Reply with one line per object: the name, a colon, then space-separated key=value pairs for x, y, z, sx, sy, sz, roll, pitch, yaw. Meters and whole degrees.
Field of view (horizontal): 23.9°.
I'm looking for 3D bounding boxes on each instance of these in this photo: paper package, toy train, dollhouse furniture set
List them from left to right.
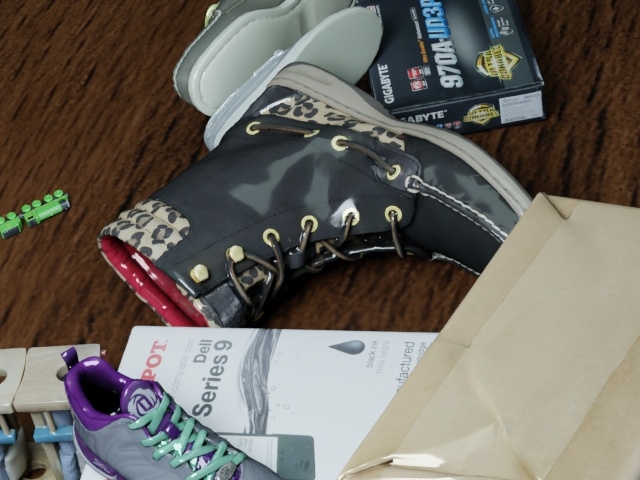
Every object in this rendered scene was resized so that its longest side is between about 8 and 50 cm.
dollhouse furniture set: x=-0.234 y=0.196 z=1.221 sx=0.129 sy=0.129 sz=0.183 roll=-4 pitch=41 yaw=8
toy train: x=-0.297 y=-0.027 z=1.569 sx=0.083 sy=0.017 sz=0.023 roll=-26 pitch=53 yaw=-16
paper package: x=0.183 y=0.182 z=0.983 sx=0.168 sy=0.325 sz=0.309 roll=11 pitch=45 yaw=32

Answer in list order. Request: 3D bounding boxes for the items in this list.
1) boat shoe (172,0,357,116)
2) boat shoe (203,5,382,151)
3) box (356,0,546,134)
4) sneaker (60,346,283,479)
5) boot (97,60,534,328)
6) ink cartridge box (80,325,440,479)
boat shoe: x=-0.071 y=-0.235 z=1.684 sx=0.091 sy=0.109 sz=0.305 roll=17 pitch=43 yaw=30
boat shoe: x=-0.036 y=-0.169 z=1.591 sx=0.227 sy=0.079 sz=0.081 roll=-44 pitch=37 yaw=-8
box: x=0.137 y=-0.196 z=1.630 sx=0.175 sy=0.051 sz=0.220 roll=-10 pitch=42 yaw=3
sneaker: x=-0.105 y=0.154 z=1.079 sx=0.224 sy=0.098 sz=0.083 roll=23 pitch=56 yaw=31
boot: x=0.000 y=0.000 z=1.382 sx=0.284 sy=0.138 sz=0.377 roll=-39 pitch=53 yaw=-23
ink cartridge box: x=-0.029 y=0.182 z=1.194 sx=0.289 sy=0.121 sz=0.211 roll=0 pitch=44 yaw=13
